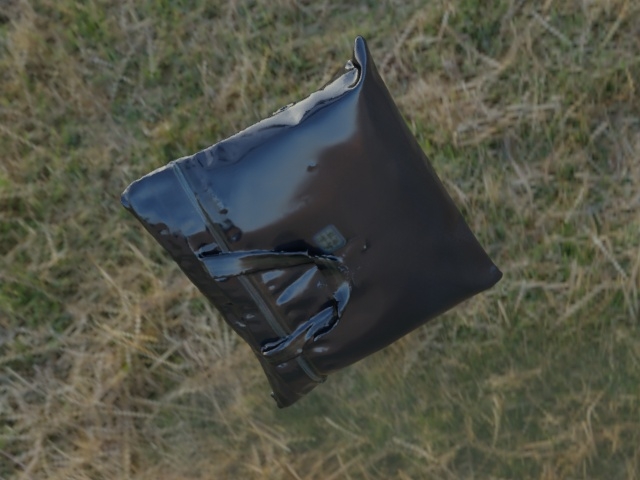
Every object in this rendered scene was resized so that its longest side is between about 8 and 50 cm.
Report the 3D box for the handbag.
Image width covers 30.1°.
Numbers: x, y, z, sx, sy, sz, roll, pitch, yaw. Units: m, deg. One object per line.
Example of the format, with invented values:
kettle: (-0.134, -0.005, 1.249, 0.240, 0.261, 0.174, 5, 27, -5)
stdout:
handbag: (0.000, 0.000, 0.892, 0.211, 0.254, 0.089, -33, 36, 3)
